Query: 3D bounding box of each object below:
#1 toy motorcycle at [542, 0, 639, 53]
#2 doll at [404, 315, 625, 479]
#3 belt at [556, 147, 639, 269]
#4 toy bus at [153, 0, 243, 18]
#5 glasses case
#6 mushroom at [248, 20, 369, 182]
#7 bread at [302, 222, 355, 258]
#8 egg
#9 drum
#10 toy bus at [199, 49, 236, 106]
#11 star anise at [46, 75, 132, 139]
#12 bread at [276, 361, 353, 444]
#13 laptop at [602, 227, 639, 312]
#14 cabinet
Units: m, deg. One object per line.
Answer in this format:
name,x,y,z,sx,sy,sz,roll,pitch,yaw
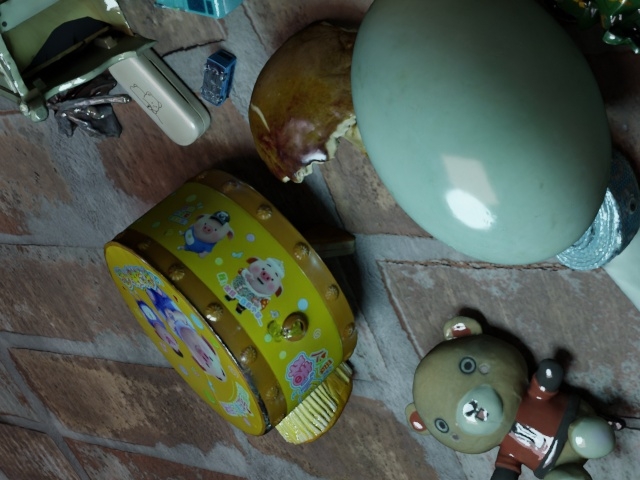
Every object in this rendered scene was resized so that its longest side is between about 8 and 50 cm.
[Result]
toy motorcycle,0.341,-0.312,1.158,0.187,0.124,0.275,40,143,17
doll,0.304,0.270,1.735,0.330,0.174,0.235,27,110,14
belt,0.351,-0.047,1.439,0.147,0.082,0.163,42,142,14
toy bus,-0.169,-0.439,1.466,0.147,0.128,0.256,18,139,24
glasses case,-0.265,-0.243,1.803,0.196,0.050,0.083,46,144,-7
mushroom,0.016,-0.150,1.573,0.302,0.208,0.233,62,180,-40
bread,0.000,0.000,1.814,0.062,0.109,0.043,-112,18,-47
egg,0.185,-0.151,1.298,0.389,0.276,0.276,60,147,19
drum,-0.154,0.103,1.830,0.431,0.214,0.431,42,158,21
toy bus,-0.159,-0.252,1.707,0.038,0.046,0.083,31,139,13
star anise,-0.422,-0.250,1.900,0.209,0.089,0.231,44,155,-16
bread,-0.018,0.280,1.991,0.132,0.190,0.114,-27,109,40
laptop,0.497,0.026,1.440,0.188,0.015,0.269,49,142,-11
cabinet,-0.444,-0.365,1.606,0.318,0.227,0.290,28,147,54
